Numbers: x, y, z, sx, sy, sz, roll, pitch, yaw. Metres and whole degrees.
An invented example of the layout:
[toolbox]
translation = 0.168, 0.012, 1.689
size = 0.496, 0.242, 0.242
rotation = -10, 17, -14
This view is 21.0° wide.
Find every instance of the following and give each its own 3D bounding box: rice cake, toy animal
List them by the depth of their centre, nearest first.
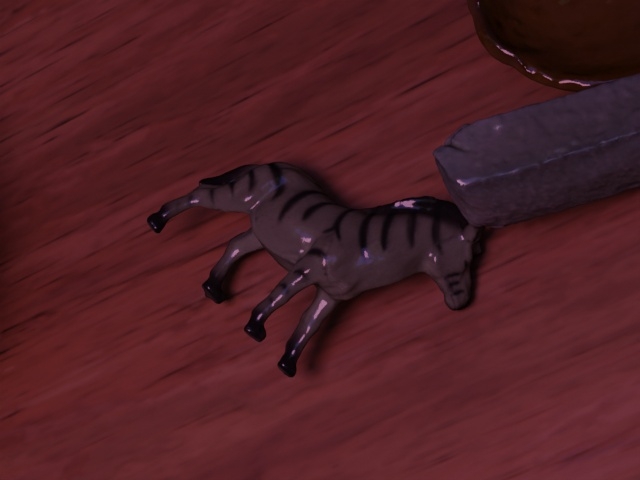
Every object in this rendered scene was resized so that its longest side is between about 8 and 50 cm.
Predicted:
[rice cake]
translation = 0.182, -0.064, 1.168
size = 0.206, 0.069, 0.063
rotation = -14, 53, 5
[toy animal]
translation = -0.001, -0.002, 1.250
size = 0.176, 0.073, 0.217
rotation = -45, 59, -7

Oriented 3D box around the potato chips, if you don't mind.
[potato chips]
translation = 0.204, -0.198, 1.210
size = 0.195, 0.062, 0.208
rotation = 29, 90, 19
